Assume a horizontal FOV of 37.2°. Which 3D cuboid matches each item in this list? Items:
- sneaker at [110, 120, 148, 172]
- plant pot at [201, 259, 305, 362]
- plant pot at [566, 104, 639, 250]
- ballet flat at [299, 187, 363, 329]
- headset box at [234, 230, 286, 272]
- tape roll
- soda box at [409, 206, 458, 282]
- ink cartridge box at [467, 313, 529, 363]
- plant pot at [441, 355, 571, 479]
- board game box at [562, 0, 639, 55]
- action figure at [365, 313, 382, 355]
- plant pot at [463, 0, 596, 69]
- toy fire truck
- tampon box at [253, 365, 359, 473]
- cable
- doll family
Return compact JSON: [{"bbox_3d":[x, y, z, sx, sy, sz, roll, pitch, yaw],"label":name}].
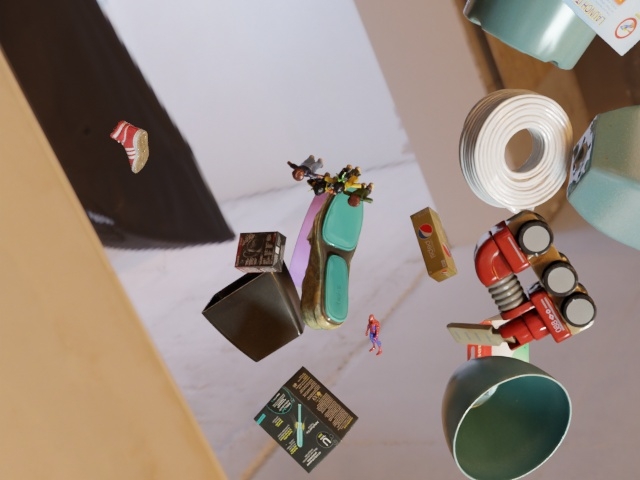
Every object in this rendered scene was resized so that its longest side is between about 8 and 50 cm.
[{"bbox_3d":[-0.373,-0.185,1.854,0.042,0.067,0.118,-53,168,-36],"label":"sneaker"},{"bbox_3d":[-0.132,0.159,2.123,0.188,0.167,0.187,-32,-174,7],"label":"plant pot"},{"bbox_3d":[0.673,-0.143,2.034,0.248,0.252,0.247,105,0,-64],"label":"plant pot"},{"bbox_3d":[0.014,0.032,2.099,0.123,0.123,0.349,-11,-119,36],"label":"ballet flat"},{"bbox_3d":[-0.102,0.019,1.563,0.083,0.032,0.062,-3,-111,30],"label":"headset box"},{"bbox_3d":[0.000,0.000,2.552,0.090,0.275,0.275,18,-152,6],"label":"tape roll"},{"bbox_3d":[0.284,0.009,2.391,0.058,0.061,0.181,-27,-121,22],"label":"soda box"},{"bbox_3d":[0.439,0.278,2.338,0.056,0.181,0.224,5,-169,38],"label":"ink cartridge box"},{"bbox_3d":[0.391,0.373,2.157,0.290,0.290,0.195,-26,-148,-7],"label":"plant pot"},{"bbox_3d":[0.501,-0.483,1.497,0.302,0.308,0.086,-44,-131,21],"label":"board game box"},{"bbox_3d":[0.127,0.225,2.291,0.030,0.115,0.038,-27,-144,-31],"label":"action figure"},{"bbox_3d":[0.470,-0.541,1.880,0.341,0.341,0.334,-74,-171,-67],"label":"plant pot"},{"bbox_3d":[0.314,0.091,1.632,0.246,0.217,0.158,-31,-175,11],"label":"toy fire truck"},{"bbox_3d":[-0.029,0.364,1.939,0.120,0.161,0.101,-50,173,29],"label":"tampon box"},{"bbox_3d":[0.417,-0.193,2.030,0.257,0.257,0.089,-68,-155,7],"label":"cable"},{"bbox_3d":[0.020,-0.124,1.979,0.193,0.076,0.111,11,-151,19],"label":"doll family"}]
